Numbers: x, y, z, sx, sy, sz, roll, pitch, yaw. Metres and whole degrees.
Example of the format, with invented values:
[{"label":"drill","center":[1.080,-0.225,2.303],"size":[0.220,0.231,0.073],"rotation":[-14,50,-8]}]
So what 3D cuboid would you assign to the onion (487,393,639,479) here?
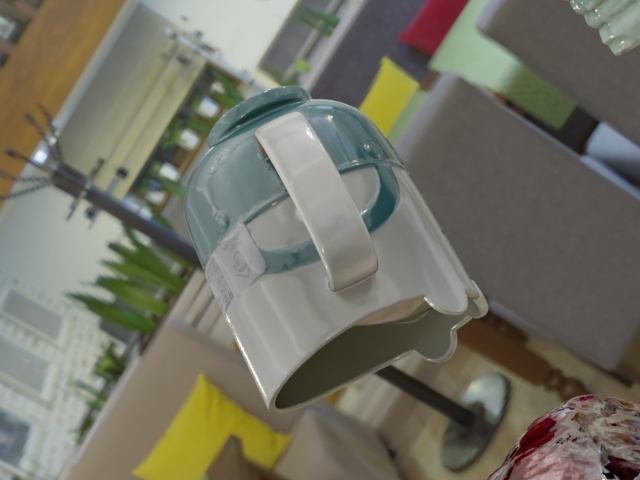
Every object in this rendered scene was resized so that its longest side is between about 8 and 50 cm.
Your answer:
[{"label":"onion","center":[0.205,0.257,0.800],"size":[0.232,0.314,0.314],"rotation":[-20,29,21]}]

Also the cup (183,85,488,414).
[{"label":"cup","center":[0.000,0.000,1.079],"size":[0.219,0.258,0.290],"rotation":[-26,-18,-6]}]

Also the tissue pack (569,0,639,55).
[{"label":"tissue pack","center":[0.340,-0.344,0.934],"size":[0.287,0.162,0.388],"rotation":[-56,6,-16]}]
